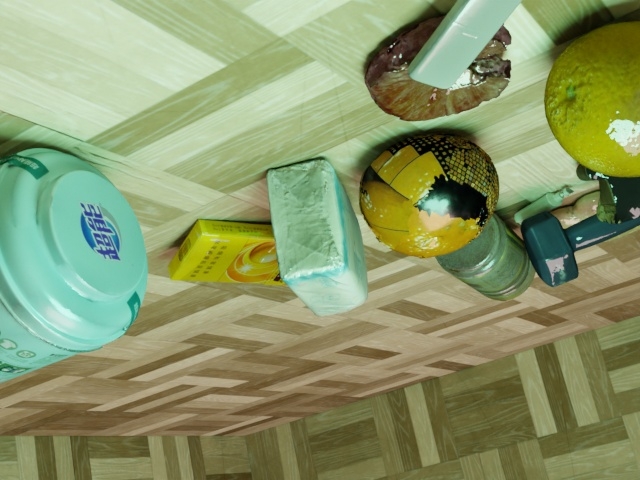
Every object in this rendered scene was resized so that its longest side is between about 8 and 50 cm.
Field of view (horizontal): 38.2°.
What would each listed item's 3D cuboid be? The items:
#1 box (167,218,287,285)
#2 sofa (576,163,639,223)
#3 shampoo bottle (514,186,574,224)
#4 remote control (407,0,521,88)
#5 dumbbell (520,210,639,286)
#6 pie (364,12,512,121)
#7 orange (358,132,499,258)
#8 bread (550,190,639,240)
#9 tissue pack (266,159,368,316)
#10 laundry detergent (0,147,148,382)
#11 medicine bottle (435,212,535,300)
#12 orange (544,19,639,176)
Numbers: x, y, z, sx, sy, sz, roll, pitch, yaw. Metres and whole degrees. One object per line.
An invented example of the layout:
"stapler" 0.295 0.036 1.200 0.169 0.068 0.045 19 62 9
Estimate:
"box" -0.134 0.025 1.735 0.269 0.043 0.152 4 143 -35
"sofa" 0.598 -0.142 1.659 0.258 0.182 0.200 -16 179 10
"shampoo bottle" 0.462 -0.073 1.904 0.049 0.034 0.141 6 153 -30
"remote control" 0.192 -0.277 1.077 0.067 0.029 0.261 12 140 -25
"dumbbell" 0.563 -0.030 1.836 0.316 0.143 0.156 -24 129 7
"pie" 0.163 -0.226 1.237 0.204 0.054 0.219 -20 160 21
"orange" 0.175 -0.074 1.512 0.234 0.182 0.234 1 158 0
"bread" 0.639 -0.048 2.060 0.316 0.054 0.316 -10 163 -3
"tissue pack" 0.000 0.002 1.569 0.124 0.201 0.271 -8 162 8
"laundry detergent" -0.414 0.040 1.274 0.305 0.287 0.287 -21 159 25
"medicine bottle" 0.342 0.027 1.930 0.151 0.151 0.322 -19 160 20
"orange" 0.423 -0.191 1.259 0.236 0.236 0.236 -11 161 -4
